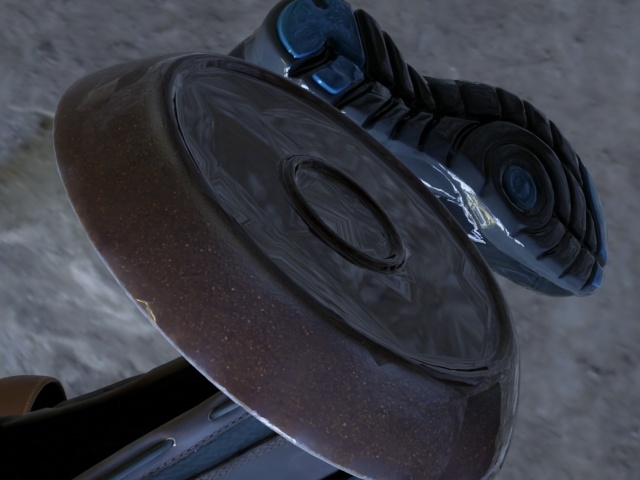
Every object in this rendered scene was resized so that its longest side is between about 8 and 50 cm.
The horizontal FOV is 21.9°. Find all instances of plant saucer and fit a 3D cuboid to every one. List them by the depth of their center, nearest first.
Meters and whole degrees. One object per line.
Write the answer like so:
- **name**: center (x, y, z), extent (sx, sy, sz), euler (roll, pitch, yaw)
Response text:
- **plant saucer**: center (0.000, 0.000, 0.481), extent (0.168, 0.168, 0.029), euler (30, 115, -28)

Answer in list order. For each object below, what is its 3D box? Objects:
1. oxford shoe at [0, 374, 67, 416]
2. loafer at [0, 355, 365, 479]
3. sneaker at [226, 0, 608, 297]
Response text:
- **oxford shoe**: center (-0.143, 0.169, 0.818), extent (0.076, 0.076, 0.212), euler (11, 65, -62)
- **loafer**: center (-0.106, 0.088, 0.632), extent (0.267, 0.096, 0.084), euler (-17, 123, -11)
- **sneaker**: center (0.068, -0.055, 1.213), extent (0.341, 0.139, 0.125), euler (33, 50, -23)
